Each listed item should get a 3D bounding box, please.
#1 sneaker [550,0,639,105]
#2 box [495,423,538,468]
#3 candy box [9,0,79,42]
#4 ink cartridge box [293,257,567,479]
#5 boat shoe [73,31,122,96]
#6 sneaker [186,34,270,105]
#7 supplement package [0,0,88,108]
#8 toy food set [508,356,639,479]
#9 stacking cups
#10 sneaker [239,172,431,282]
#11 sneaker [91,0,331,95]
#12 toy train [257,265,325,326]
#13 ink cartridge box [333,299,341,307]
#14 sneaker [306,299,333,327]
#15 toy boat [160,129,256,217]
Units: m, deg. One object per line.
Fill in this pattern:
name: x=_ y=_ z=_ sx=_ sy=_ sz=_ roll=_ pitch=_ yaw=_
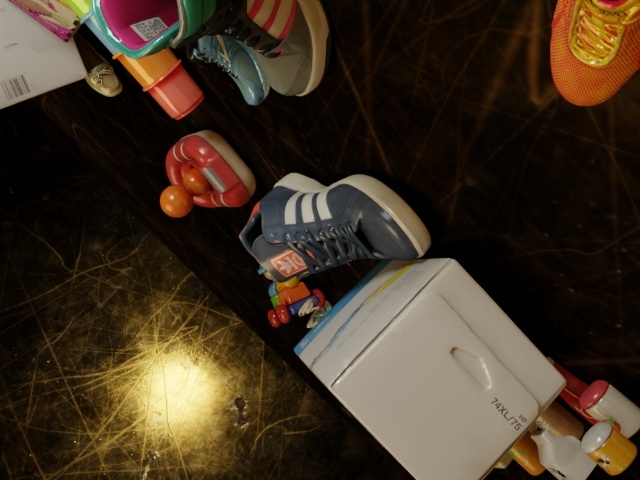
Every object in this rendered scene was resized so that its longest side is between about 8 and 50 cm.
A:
sneaker: x=0.147 y=-0.126 z=0.313 sx=0.064 sy=0.067 sz=0.175 roll=37 pitch=163 yaw=21
box: x=0.258 y=0.321 z=1.063 sx=0.113 sy=0.094 sz=0.275 roll=42 pitch=163 yaw=11
candy box: x=-0.446 y=-0.413 z=0.983 sx=0.159 sy=0.071 sz=0.233 roll=36 pitch=168 yaw=-26
ink cartridge box: x=0.116 y=0.156 z=0.775 sx=0.198 sy=0.197 sz=0.270 roll=47 pitch=171 yaw=-5
boat shoe: x=-0.460 y=-0.357 z=1.243 sx=0.153 sy=0.056 sz=0.048 roll=53 pitch=162 yaw=8
sneaker: x=-0.122 y=-0.222 z=0.716 sx=0.063 sy=0.073 sz=0.162 roll=18 pitch=148 yaw=57
supplement package: x=-0.618 y=-0.368 z=1.152 sx=0.145 sy=0.262 sz=0.204 roll=29 pitch=141 yaw=45
toy food set: x=0.273 y=0.204 z=0.715 sx=0.104 sy=0.111 sz=0.232 roll=41 pitch=166 yaw=12
stacking cups: x=-0.298 y=-0.311 z=0.887 sx=0.316 sy=0.096 sz=0.096 roll=54 pitch=161 yaw=-26
sneaker: x=0.000 y=0.000 z=0.821 sx=0.131 sy=0.148 sz=0.350 roll=52 pitch=162 yaw=-22
sneaker: x=-0.091 y=-0.196 z=0.516 sx=0.124 sy=0.178 sz=0.295 roll=36 pitch=161 yaw=29
toy train: x=-0.061 y=0.092 z=1.301 sx=0.143 sy=0.105 sz=0.248 roll=65 pitch=159 yaw=5
ink cartridge box: x=0.086 y=0.202 z=1.244 sx=0.150 sy=0.063 sz=0.109 roll=53 pitch=162 yaw=-26
sneaker: x=0.021 y=0.181 z=1.386 sx=0.076 sy=0.065 sz=0.166 roll=29 pitch=167 yaw=-2
toy boat: x=-0.229 y=-0.102 z=1.120 sx=0.151 sy=0.151 sz=0.231 roll=52 pitch=162 yaw=-19
